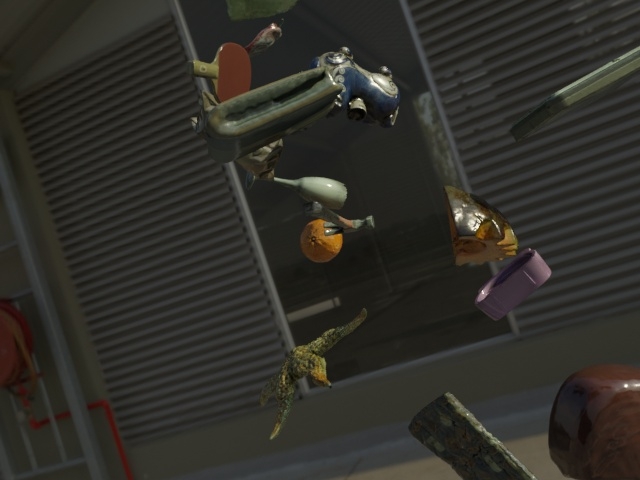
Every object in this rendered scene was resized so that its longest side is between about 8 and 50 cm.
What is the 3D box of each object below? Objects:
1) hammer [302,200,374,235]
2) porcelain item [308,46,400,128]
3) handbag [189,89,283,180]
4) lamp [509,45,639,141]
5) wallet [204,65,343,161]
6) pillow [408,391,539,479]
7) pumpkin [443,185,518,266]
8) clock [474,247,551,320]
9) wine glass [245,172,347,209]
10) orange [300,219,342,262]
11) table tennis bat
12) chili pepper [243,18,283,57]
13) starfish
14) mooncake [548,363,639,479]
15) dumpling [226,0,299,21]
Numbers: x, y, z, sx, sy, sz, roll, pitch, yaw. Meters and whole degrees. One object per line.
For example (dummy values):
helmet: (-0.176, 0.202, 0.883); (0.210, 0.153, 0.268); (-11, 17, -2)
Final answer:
hammer: (0.029, -0.047, 1.425); (0.111, 0.033, 0.288); (-12, -10, 17)
porcelain item: (0.094, -0.393, 1.814); (0.288, 0.186, 0.138); (21, -34, -33)
handbag: (-0.206, -0.261, 1.681); (0.117, 0.270, 0.182); (-56, 5, -28)
lamp: (0.534, -0.298, 1.348); (0.269, 0.047, 0.266); (-29, -2, -2)
wallet: (-0.092, -0.222, 1.240); (0.252, 0.083, 0.360); (-24, 4, -7)
pillow: (0.298, 0.422, 1.325); (0.034, 0.255, 0.189); (-39, -16, -35)
pumpkin: (0.322, -0.043, 1.356); (0.130, 0.149, 0.254); (-10, -18, 9)
clock: (0.371, 0.083, 1.295); (0.153, 0.050, 0.110); (-44, 0, 18)
wine glass: (-0.090, -0.208, 2.158); (0.309, 0.096, 0.264); (12, 23, -20)
orange: (0.002, -0.001, 2.040); (0.135, 0.135, 0.117); (-19, -17, 1)
table tennis bat: (-0.211, -0.355, 1.431); (0.022, 0.138, 0.246); (9, 10, 21)
chili pepper: (-0.147, -0.506, 1.707); (0.153, 0.050, 0.041); (-44, 44, -15)
starfish: (-0.056, 0.295, 1.472); (0.358, 0.078, 0.347); (-41, 12, 30)
mooncake: (0.699, 0.444, 1.561); (0.334, 0.326, 0.174); (-44, 14, -6)
dumpling: (-0.078, -0.466, 1.189); (0.219, 0.108, 0.152); (-50, 7, -12)
